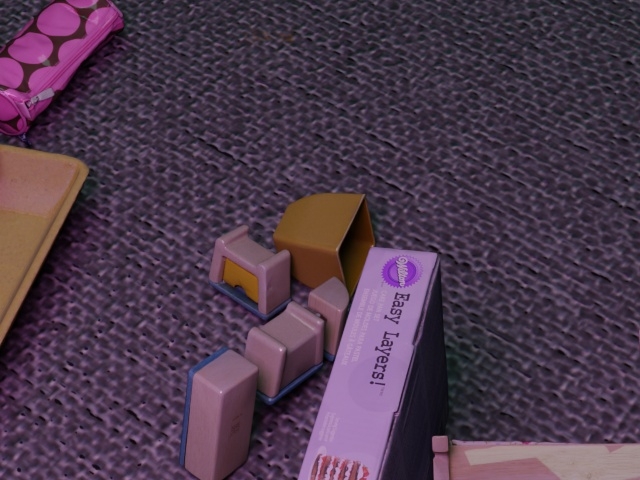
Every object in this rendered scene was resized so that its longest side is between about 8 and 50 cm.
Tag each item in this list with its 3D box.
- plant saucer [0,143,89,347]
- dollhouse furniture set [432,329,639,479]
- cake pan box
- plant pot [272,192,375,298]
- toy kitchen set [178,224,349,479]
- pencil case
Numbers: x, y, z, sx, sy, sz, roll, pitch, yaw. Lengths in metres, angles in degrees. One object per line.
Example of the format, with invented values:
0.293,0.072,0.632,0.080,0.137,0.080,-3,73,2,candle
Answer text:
-0.440,0.037,1.420,0.332,0.081,0.333,11,54,14,plant saucer
0.131,0.248,1.035,0.303,0.174,0.356,0,81,6,dollhouse furniture set
0.053,0.173,1.151,0.070,0.246,0.267,9,54,13,cake pan box
0.000,0.000,1.400,0.083,0.081,0.081,11,52,22,plant pot
-0.091,0.103,1.329,0.166,0.122,0.207,30,41,27,toy kitchen set
-0.313,-0.213,1.597,0.098,0.095,0.209,-2,44,45,pencil case
